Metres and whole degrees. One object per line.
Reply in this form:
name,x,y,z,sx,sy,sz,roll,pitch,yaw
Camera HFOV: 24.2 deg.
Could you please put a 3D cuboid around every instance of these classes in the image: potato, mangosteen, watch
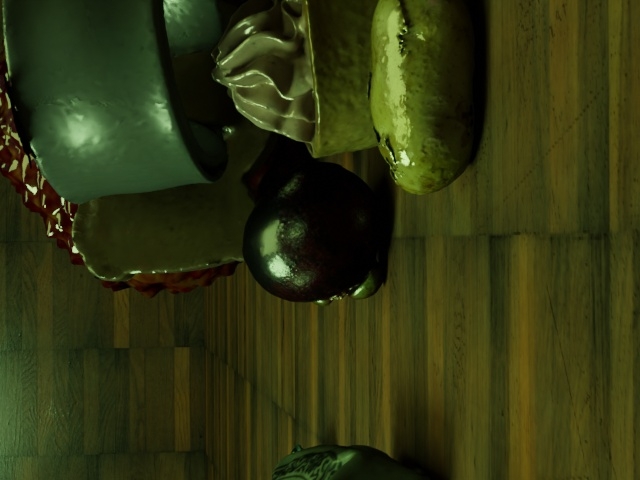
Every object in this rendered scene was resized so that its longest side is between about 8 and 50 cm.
potato,0.077,-0.120,1.144,0.107,0.080,0.171,-152,62,-65
mangosteen,0.000,0.000,1.470,0.152,0.152,0.153,180,90,-81
watch,-0.181,-0.154,1.497,0.327,0.314,0.335,47,-142,-70

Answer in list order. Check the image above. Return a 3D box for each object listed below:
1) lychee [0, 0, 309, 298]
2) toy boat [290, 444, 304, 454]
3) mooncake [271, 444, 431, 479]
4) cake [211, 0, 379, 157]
lychee,-0.221,-0.167,1.913,0.425,0.424,0.500,104,158,-56
toy boat,-0.038,0.339,1.801,0.093,0.103,0.246,-101,17,-51
mooncake,0.023,0.303,1.313,0.250,0.136,0.255,179,90,-77
cake,-0.014,-0.182,1.405,0.185,0.178,0.208,-158,71,-81
